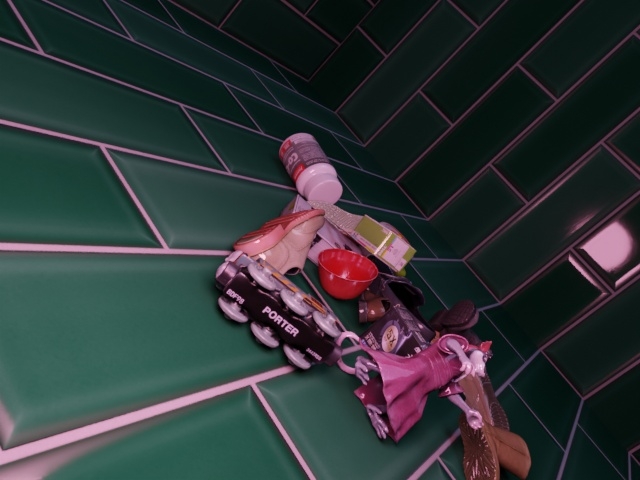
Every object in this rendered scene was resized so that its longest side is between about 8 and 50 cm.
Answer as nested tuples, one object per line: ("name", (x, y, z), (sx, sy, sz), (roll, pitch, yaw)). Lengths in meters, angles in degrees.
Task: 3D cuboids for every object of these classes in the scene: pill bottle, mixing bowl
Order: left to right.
("pill bottle", (-0.037, -0.262, 2.117), (0.161, 0.161, 0.283), (24, 29, -46))
("mixing bowl", (0.067, 0.108, 1.640), (0.182, 0.098, 0.181), (14, 26, -7))

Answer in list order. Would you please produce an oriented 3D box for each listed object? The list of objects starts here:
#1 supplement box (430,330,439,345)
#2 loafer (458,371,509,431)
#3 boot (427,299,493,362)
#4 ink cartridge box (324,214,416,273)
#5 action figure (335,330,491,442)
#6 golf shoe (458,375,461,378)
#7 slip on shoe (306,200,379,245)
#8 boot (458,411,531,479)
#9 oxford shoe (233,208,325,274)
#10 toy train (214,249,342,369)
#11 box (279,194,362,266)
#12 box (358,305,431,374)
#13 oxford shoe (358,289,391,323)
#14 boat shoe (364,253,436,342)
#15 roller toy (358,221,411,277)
("supplement box", (0.368, 0.333, 1.902), (0.062, 0.036, 0.098), (22, 19, 5))
("loafer", (0.508, 0.524, 1.760), (0.102, 0.092, 0.268), (17, 50, -40))
("boot", (0.511, 0.325, 1.919), (0.223, 0.118, 0.338), (44, -13, 3))
("ink cartridge box", (0.159, -0.022, 1.812), (0.255, 0.097, 0.189), (36, 3, -30))
("action figure", (0.255, 0.321, 1.365), (0.371, 0.247, 0.276), (-19, 35, -27))
("golf shoe", (0.455, 0.429, 1.883), (0.198, 0.077, 0.093), (19, 43, -39))
("slip on shoe", (0.062, -0.050, 1.986), (0.332, 0.101, 0.122), (16, 48, -26))
("boot", (0.495, 0.604, 1.536), (0.270, 0.089, 0.236), (37, 39, -33))
("oxford shoe", (-0.090, 0.014, 1.507), (0.397, 0.141, 0.146), (-34, 107, -56))
("toy train", (-0.090, 0.150, 1.250), (0.334, 0.142, 0.190), (39, 8, -13))
("box", (0.000, 0.000, 1.778), (0.290, 0.087, 0.169), (41, 19, -12))
("box", (0.212, 0.295, 1.528), (0.078, 0.147, 0.180), (19, 33, -52))
("oxford shoe", (0.159, 0.196, 1.656), (0.227, 0.096, 0.082), (-75, 162, -79))
("boat shoe", (0.248, 0.189, 1.807), (0.187, 0.156, 0.500), (34, 21, -24))
("roller toy", (0.254, 0.028, 2.145), (0.209, 0.146, 0.191), (32, 23, -33))
